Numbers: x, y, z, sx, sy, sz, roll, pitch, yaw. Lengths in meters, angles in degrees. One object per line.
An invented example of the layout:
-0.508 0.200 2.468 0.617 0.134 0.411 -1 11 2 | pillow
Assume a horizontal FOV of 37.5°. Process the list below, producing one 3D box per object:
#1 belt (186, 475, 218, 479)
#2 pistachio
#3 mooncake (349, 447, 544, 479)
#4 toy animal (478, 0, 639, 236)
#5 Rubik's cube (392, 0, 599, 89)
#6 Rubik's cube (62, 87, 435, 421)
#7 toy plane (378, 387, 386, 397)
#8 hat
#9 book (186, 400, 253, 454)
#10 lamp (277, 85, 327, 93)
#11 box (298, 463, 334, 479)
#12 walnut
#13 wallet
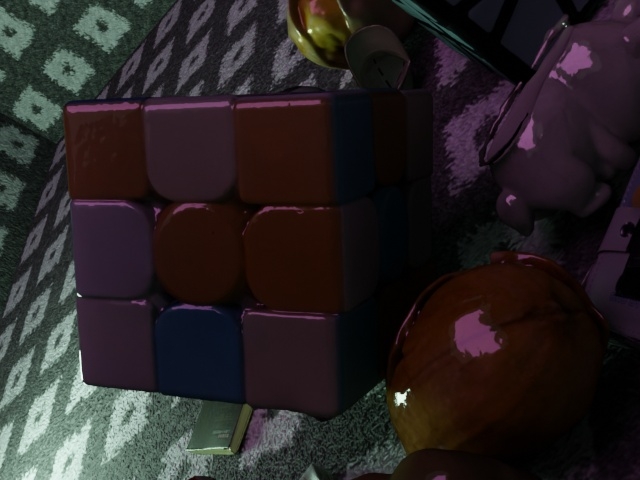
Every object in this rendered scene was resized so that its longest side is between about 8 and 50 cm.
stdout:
-0.183 0.445 1.366 0.124 0.128 0.201 12 74 61 | belt
0.061 -0.433 1.720 0.230 0.230 0.309 -38 0 36 | pistachio
0.103 0.375 0.838 0.378 0.201 0.378 -33 45 40 | mooncake
0.315 -0.162 1.091 0.325 0.154 0.208 -55 12 27 | toy animal
0.238 -0.429 1.361 0.288 0.293 0.283 -56 25 10 | Rubik's cube
-0.067 -0.011 1.154 0.347 0.346 0.344 3 99 22 | Rubik's cube
0.104 0.174 1.254 0.080 0.033 0.083 -53 24 -20 | toy plane
0.096 -0.281 1.611 0.122 0.166 0.081 -35 18 0 | hat
-0.152 0.255 1.615 0.160 0.024 0.228 -18 48 54 | book
-0.056 -0.171 1.665 0.244 0.197 0.198 -28 14 -27 | lamp
-0.026 0.364 1.279 0.117 0.036 0.050 -55 28 9 | box
0.164 0.154 0.999 0.209 0.209 0.336 -89 19 -44 | walnut
0.355 0.005 0.968 0.231 0.069 0.170 -61 32 -2 | wallet
